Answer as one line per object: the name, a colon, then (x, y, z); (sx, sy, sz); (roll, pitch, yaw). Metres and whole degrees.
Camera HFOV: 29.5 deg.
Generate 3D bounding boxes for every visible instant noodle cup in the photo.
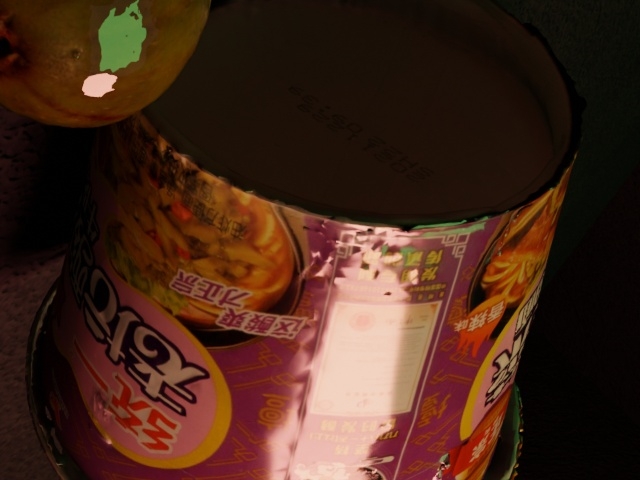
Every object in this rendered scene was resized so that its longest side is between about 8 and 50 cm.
instant noodle cup: (0.000, 0.000, 0.721); (0.340, 0.340, 0.266); (-33, 152, -39)

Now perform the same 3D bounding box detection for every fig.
fig: (-0.082, -0.136, 0.548); (0.124, 0.124, 0.236); (-58, 175, 36)
